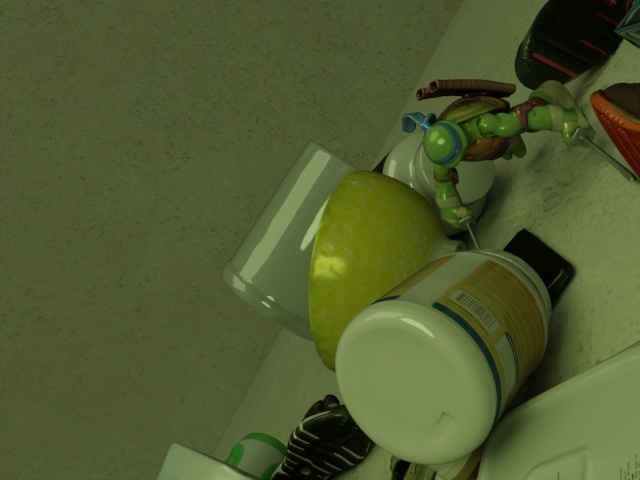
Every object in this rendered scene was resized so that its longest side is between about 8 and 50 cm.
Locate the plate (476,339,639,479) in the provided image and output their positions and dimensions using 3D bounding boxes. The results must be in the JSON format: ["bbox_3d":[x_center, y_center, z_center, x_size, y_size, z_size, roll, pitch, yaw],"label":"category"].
[{"bbox_3d":[0.172,0.189,0.434,0.278,0.045,0.277,-53,8,50],"label":"plate"}]

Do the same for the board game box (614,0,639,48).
[{"bbox_3d":[0.406,-0.272,0.640,0.194,0.060,0.194,-58,7,22],"label":"board game box"}]

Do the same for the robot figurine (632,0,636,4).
[{"bbox_3d":[0.419,-0.330,0.784,0.115,0.067,0.101,155,136,-81],"label":"robot figurine"}]

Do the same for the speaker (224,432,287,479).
[{"bbox_3d":[-0.152,0.463,1.067,0.131,0.131,0.296,-55,-3,39],"label":"speaker"}]

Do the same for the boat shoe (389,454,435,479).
[{"bbox_3d":[0.094,0.263,0.721,0.056,0.048,0.153,-55,7,38],"label":"boat shoe"}]

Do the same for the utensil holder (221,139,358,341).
[{"bbox_3d":[0.000,0.000,1.564,0.385,0.327,0.327,-57,6,6],"label":"utensil holder"}]

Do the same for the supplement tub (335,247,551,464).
[{"bbox_3d":[0.122,0.094,0.595,0.199,0.144,0.144,-26,-23,-50],"label":"supplement tub"}]

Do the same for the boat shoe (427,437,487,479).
[{"bbox_3d":[0.119,0.165,0.733,0.098,0.096,0.277,-62,1,8],"label":"boat shoe"}]

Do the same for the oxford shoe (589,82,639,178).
[{"bbox_3d":[0.310,-0.097,0.547,0.098,0.097,0.271,-37,17,17],"label":"oxford shoe"}]

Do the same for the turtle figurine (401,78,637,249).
[{"bbox_3d":[0.248,-0.093,0.822,0.266,0.274,0.198,-33,-35,-48],"label":"turtle figurine"}]

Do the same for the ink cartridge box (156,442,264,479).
[{"bbox_3d":[-0.112,0.416,0.701,0.385,0.091,0.308,-5,56,53],"label":"ink cartridge box"}]

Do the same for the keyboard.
[{"bbox_3d":[0.230,0.050,0.753,0.108,0.023,0.180,-52,6,12],"label":"keyboard"}]

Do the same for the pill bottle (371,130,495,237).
[{"bbox_3d":[0.167,-0.074,1.124,0.181,0.181,0.323,-62,6,-20],"label":"pill bottle"}]

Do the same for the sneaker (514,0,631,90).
[{"bbox_3d":[0.398,-0.339,0.956,0.314,0.116,0.136,-53,-5,-1],"label":"sneaker"}]

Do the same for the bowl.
[{"bbox_3d":[0.115,0.051,0.895,0.289,0.156,0.289,6,-90,-66],"label":"bowl"}]

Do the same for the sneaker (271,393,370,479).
[{"bbox_3d":[0.010,0.295,1.042,0.281,0.106,0.162,-56,4,42],"label":"sneaker"}]
